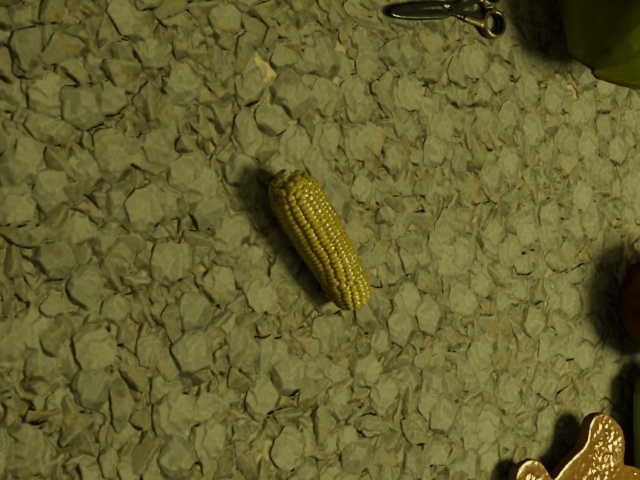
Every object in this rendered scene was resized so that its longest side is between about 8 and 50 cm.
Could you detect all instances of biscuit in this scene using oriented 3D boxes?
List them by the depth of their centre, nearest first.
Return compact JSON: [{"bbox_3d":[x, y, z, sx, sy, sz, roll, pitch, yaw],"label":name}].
[{"bbox_3d":[0.338,0.399,1.653,0.340,0.047,0.216,-36,103,-26],"label":"biscuit"}]

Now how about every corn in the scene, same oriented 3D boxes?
[{"bbox_3d":[0.000,0.000,1.397,0.067,0.067,0.206,-44,118,-30],"label":"corn"}]

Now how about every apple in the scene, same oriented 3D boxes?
[{"bbox_3d":[0.558,0.100,1.751,0.174,0.188,0.188,21,76,-26],"label":"apple"}]

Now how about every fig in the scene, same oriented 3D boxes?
[{"bbox_3d":[0.495,-0.377,1.645,0.343,0.343,0.343,1,88,-38],"label":"fig"}]

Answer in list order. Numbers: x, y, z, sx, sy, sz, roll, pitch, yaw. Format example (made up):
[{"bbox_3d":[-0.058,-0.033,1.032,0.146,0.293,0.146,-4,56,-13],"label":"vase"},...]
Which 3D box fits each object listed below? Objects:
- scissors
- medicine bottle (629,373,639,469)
[{"bbox_3d":[0.176,-0.318,1.572,0.220,0.017,0.088,-10,96,-37],"label":"scissors"},{"bbox_3d":[0.547,0.314,1.778,0.124,0.124,0.238,-1,90,-38],"label":"medicine bottle"}]
